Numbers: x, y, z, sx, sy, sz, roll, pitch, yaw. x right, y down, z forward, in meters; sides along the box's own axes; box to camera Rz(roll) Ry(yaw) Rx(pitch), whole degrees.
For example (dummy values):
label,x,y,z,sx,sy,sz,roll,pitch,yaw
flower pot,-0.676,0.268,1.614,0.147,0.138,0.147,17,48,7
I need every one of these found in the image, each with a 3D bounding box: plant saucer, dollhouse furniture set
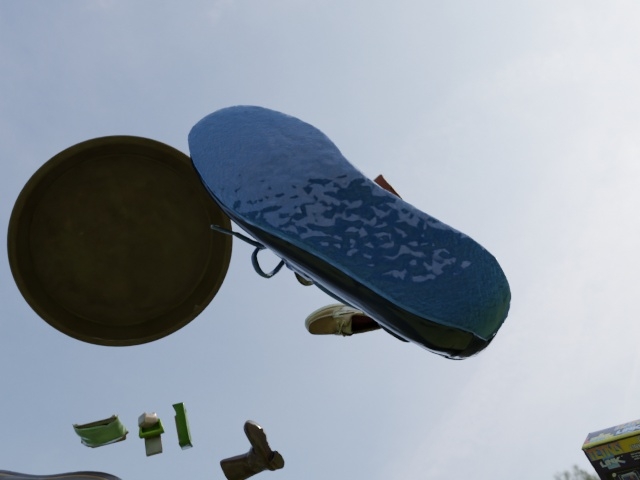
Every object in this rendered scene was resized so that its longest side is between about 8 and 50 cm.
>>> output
label,x,y,z,sx,sy,sz,roll,pitch,yaw
plant saucer,-0.254,0.002,0.767,0.278,0.041,0.277,-5,-77,-23
dollhouse furniture set,-0.258,0.275,0.812,0.152,0.058,0.076,-11,-32,-12

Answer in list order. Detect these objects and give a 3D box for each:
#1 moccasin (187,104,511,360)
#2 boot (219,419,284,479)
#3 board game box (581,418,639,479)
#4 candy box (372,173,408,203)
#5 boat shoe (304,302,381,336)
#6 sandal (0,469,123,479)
label,x,y,z,sx,sy,sz,roll,pitch,yaw
moccasin,0.000,0.000,0.527,0.138,0.342,0.117,-38,-31,-19
boot,-0.131,0.352,0.964,0.114,0.037,0.106,-26,-77,27
board game box,0.453,0.297,0.749,0.048,0.170,0.141,-21,-102,-48
candy box,0.128,0.022,0.808,0.087,0.316,0.183,-41,-100,9
boat shoe,0.043,0.130,0.940,0.135,0.045,0.050,-12,-59,-3
sandal,-0.267,0.250,0.503,0.219,0.060,0.090,-4,-73,6
